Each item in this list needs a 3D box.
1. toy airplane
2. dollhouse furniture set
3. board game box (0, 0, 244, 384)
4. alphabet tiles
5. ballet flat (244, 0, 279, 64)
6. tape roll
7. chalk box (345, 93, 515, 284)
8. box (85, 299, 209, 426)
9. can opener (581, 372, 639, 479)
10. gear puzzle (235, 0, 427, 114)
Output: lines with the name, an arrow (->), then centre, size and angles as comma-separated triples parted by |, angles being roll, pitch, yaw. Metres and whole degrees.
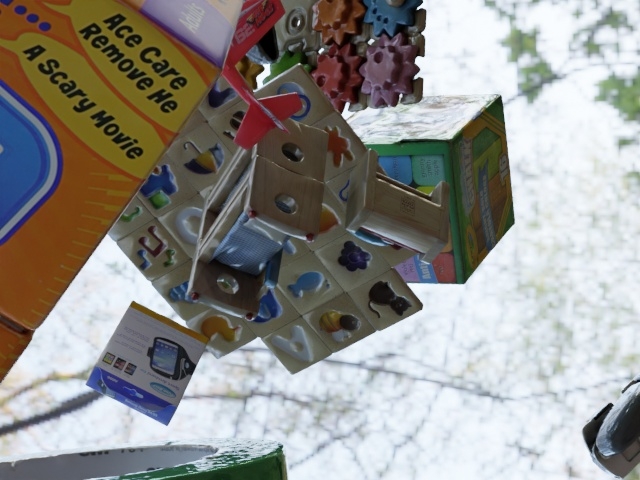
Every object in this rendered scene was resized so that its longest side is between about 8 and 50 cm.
toy airplane -> -0.074, -0.140, 1.266 | 0.151, 0.028, 0.151 | 2, -108, -5
dollhouse furniture set -> 0.000, 0.000, 1.318 | 0.184, 0.129, 0.129 | 22, -136, -16
board game box -> -0.283, -0.115, 0.899 | 0.356, 0.356, 0.356 | 34, -160, -12
alphabet tiles -> -0.063, -0.020, 1.512 | 0.342, 0.285, 0.011 | 51, -153, -19
ballet flat -> -0.069, -0.289, 1.756 | 0.057, 0.049, 0.173 | -24, -61, -39
tape roll -> -0.181, 0.200, 1.098 | 0.321, 0.321, 0.077 | -3, -94, -46
chalk box -> 0.106, -0.055, 1.814 | 0.289, 0.179, 0.180 | -44, -49, -60
box -> -0.154, 0.111, 1.345 | 0.028, 0.081, 0.136 | -61, 3, 29
can opener -> 0.415, 0.171, 1.771 | 0.283, 0.095, 0.076 | -37, -93, -29
gear puzzle -> -0.016, -0.228, 1.766 | 0.044, 0.339, 0.175 | 10, -100, -45
